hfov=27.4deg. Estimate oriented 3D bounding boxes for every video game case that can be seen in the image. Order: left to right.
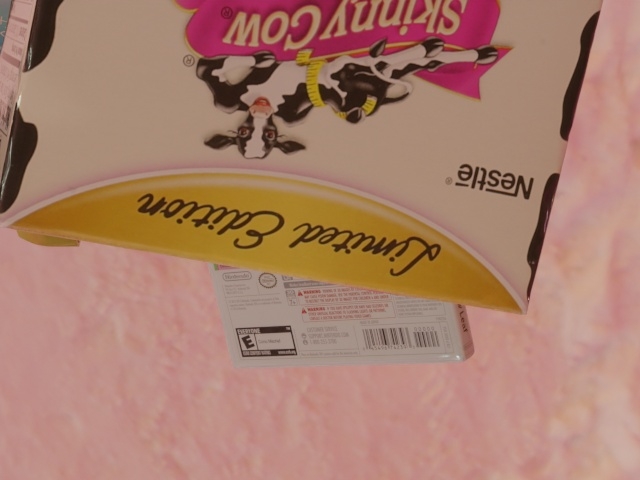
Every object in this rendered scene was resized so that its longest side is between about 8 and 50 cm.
[{"bbox_3d":[0.000,0.000,0.974,0.023,0.212,0.193,-28,108,-53],"label":"video game case"}]

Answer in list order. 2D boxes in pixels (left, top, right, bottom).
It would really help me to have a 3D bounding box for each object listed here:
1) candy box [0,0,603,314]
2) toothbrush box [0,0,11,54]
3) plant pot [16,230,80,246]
[{"bbox_3d":[0.004,-0.107,0.373,0.159,0.071,0.233,9,99,-19],"label":"candy box"},{"bbox_3d":[-0.354,-0.331,1.392,0.295,0.216,0.126,48,35,-49],"label":"toothbrush box"},{"bbox_3d":[-0.366,-0.041,1.750,0.083,0.081,0.081,-7,128,6],"label":"plant pot"}]
